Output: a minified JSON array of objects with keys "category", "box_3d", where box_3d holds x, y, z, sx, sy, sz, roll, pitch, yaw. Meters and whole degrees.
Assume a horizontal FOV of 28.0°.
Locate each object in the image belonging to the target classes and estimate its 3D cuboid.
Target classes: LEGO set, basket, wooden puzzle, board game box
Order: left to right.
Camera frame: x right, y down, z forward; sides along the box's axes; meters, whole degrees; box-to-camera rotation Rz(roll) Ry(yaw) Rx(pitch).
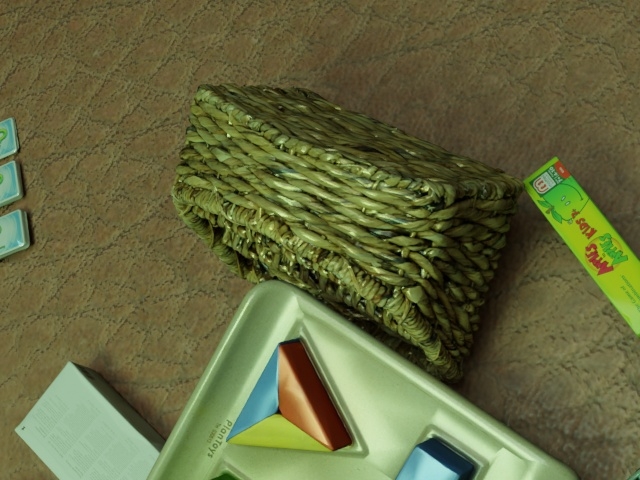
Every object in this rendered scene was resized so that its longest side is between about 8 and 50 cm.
[{"category":"LEGO set","box_3d":[-0.471,-0.038,1.544,0.244,0.060,0.182,-21,64,17]},{"category":"basket","box_3d":[0.000,0.000,1.200,0.299,0.213,0.223,27,109,29]},{"category":"wooden puzzle","box_3d":[0.008,0.254,1.160,0.348,0.080,0.322,32,102,15]},{"category":"board game box","box_3d":[0.263,0.014,1.189,0.043,0.092,0.181,-37,64,9]}]

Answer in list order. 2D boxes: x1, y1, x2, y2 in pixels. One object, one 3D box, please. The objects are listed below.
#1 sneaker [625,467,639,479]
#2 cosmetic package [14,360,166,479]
[{"category":"sneaker","box_3d":[0.325,0.176,1.065,0.124,0.178,0.295,3,76,24]},{"category":"cosmetic package","box_3d":[-0.206,0.240,1.341,0.239,0.060,0.099,40,91,27]}]
